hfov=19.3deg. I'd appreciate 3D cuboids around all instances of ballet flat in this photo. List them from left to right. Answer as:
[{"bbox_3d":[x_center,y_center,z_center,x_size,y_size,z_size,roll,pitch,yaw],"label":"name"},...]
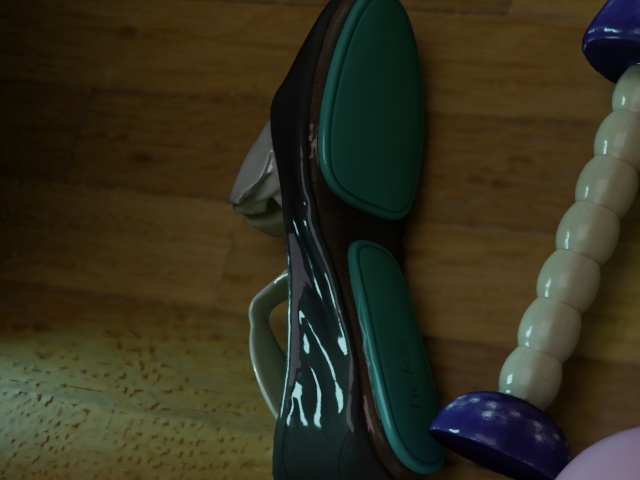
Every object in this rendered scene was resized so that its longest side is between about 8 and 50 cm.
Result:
[{"bbox_3d":[0.000,0.000,0.959,0.096,0.095,0.280,-18,60,30],"label":"ballet flat"}]

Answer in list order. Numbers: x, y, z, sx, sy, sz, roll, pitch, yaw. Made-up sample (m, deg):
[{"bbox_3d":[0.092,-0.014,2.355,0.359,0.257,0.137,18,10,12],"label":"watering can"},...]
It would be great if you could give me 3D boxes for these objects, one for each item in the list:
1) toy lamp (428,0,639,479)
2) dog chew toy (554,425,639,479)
[{"bbox_3d":[0.134,-0.019,0.912,0.080,0.080,0.274,18,75,30],"label":"toy lamp"},{"bbox_3d":[0.123,0.220,0.736,0.207,0.206,0.332,4,61,26],"label":"dog chew toy"}]
